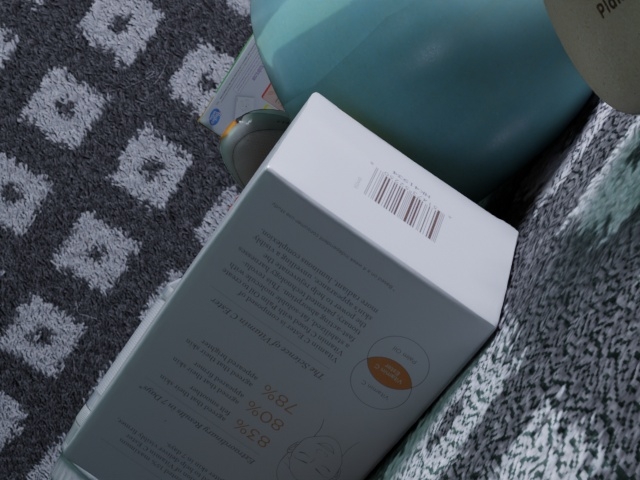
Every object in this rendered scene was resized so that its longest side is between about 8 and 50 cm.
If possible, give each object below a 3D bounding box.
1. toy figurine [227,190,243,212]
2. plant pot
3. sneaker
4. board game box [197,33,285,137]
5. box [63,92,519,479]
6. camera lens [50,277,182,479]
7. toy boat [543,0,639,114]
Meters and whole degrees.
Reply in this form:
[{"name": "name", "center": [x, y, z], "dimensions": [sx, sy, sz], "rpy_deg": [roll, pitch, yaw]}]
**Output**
[{"name": "toy figurine", "center": [0.000, 0.000, 1.604], "dimensions": [0.213, 0.209, 0.148], "rpy_deg": [-39, 33, 54]}, {"name": "plant pot", "center": [0.119, -0.181, 1.263], "dimensions": [0.235, 0.293, 0.293], "rpy_deg": [-31, 15, 24]}, {"name": "sneaker", "center": [0.020, -0.022, 1.279], "dimensions": [0.099, 0.262, 0.121], "rpy_deg": [-50, 14, 10]}, {"name": "board game box", "center": [0.014, -0.173, 1.985], "dimensions": [0.242, 0.316, 0.064], "rpy_deg": [-51, 5, 38]}, {"name": "box", "center": [-0.026, 0.088, 1.167], "dimensions": [0.345, 0.215, 0.168], "rpy_deg": [-53, 5, 29]}, {"name": "camera lens", "center": [-0.136, 0.194, 1.515], "dimensions": [0.274, 0.219, 0.219], "rpy_deg": [-56, 4, -4]}, {"name": "toy boat", "center": [0.251, -0.185, 0.921], "dimensions": [0.151, 0.151, 0.231], "rpy_deg": [-25, -7, -21]}]
